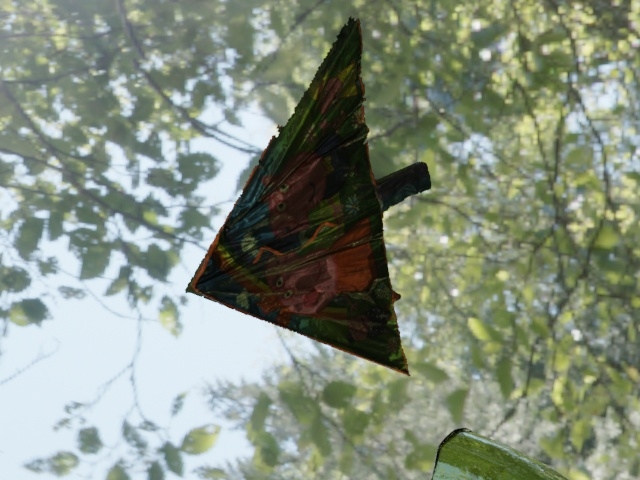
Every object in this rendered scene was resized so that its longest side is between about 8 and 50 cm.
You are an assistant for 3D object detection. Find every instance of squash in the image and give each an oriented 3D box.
[{"bbox_3d":[0.213,0.269,1.039,0.095,0.188,0.095,-11,-73,-41],"label":"squash"}]

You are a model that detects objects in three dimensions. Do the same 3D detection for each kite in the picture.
[{"bbox_3d":[0.000,0.000,0.763,0.233,0.016,0.321,-26,-60,-27],"label":"kite"}]
